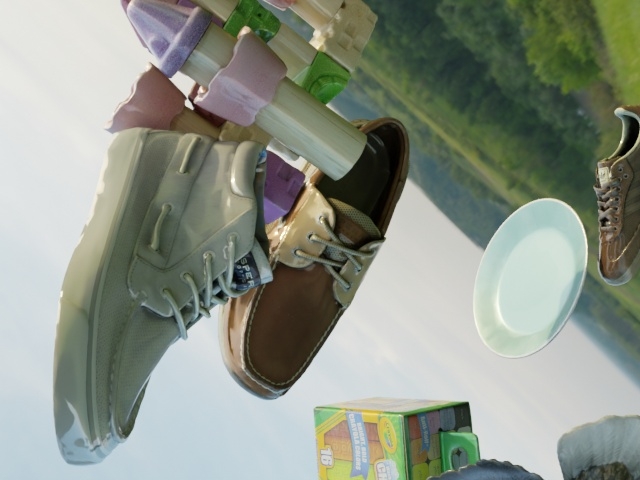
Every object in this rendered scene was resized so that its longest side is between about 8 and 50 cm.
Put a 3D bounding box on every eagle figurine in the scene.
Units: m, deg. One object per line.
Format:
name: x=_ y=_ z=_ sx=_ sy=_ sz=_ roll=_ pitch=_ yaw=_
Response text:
eagle figurine: x=0.217 y=0.301 z=0.758 sx=0.226 sy=0.225 sz=0.298 roll=64 pitch=169 yaw=10

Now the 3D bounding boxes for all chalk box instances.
chalk box: x=0.110 y=0.274 z=1.035 sx=0.132 sy=0.133 sz=0.213 roll=1 pitch=173 yaw=-41

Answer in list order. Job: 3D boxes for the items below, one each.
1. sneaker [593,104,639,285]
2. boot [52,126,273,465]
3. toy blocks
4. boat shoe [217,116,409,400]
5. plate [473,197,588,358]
sneaker: x=0.310 y=-0.050 z=0.845 sx=0.071 sy=0.189 sz=0.066 roll=21 pitch=171 yaw=-12
boot: x=-0.095 y=0.024 z=0.550 sx=0.095 sy=0.123 sz=0.258 roll=88 pitch=-177 yaw=-56
toy blocks: x=-0.103 y=-0.178 z=0.716 sx=0.260 sy=0.289 sz=0.309 roll=33 pitch=149 yaw=-17
boat shoe: x=0.000 y=0.000 z=0.802 sx=0.123 sy=0.325 sz=0.116 roll=31 pitch=152 yaw=-18
plate: x=0.239 y=0.044 z=0.918 sx=0.024 sy=0.188 sz=0.188 roll=19 pitch=-161 yaw=-24
